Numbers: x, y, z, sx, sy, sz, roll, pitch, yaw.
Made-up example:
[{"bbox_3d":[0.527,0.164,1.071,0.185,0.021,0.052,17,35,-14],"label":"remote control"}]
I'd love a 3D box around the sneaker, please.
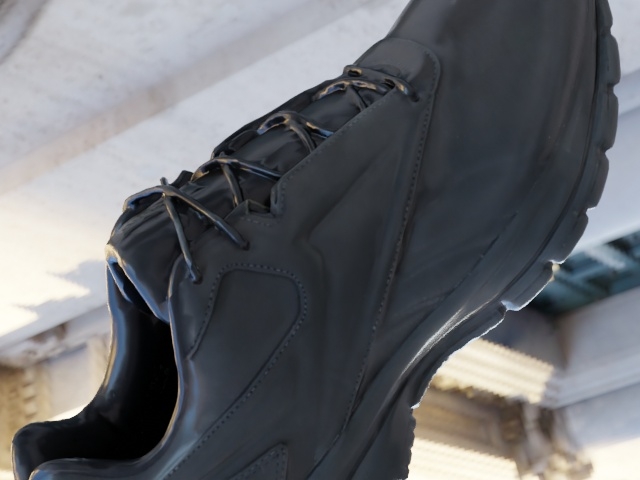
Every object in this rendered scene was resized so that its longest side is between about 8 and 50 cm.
[{"bbox_3d":[0.000,0.000,0.488,0.130,0.109,0.286,32,-97,-27],"label":"sneaker"}]
